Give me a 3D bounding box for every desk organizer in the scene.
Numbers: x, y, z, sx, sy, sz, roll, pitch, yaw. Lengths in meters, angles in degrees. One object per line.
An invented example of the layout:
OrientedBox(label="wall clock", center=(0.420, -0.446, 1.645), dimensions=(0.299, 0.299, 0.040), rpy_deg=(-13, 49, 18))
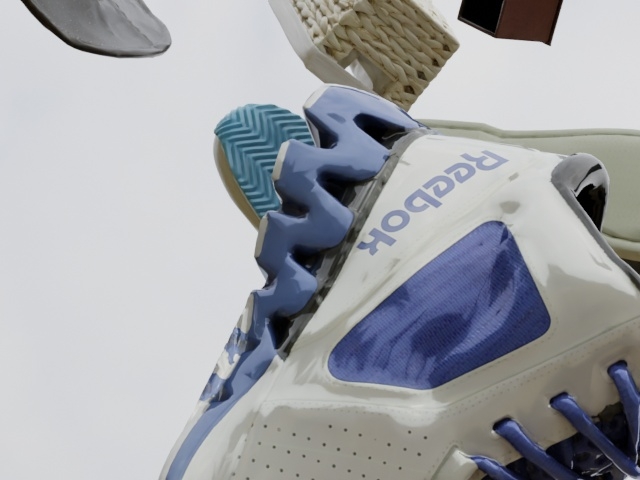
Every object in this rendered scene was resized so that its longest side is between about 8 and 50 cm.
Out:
OrientedBox(label="desk organizer", center=(0.137, -0.198, 1.319), dimensions=(0.047, 0.050, 0.130), rpy_deg=(35, -63, 47))

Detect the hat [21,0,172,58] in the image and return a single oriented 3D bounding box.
OrientedBox(label="hat", center=(-0.178, -0.262, 1.325), dimensions=(0.134, 0.331, 0.331), rpy_deg=(-44, -71, 11))

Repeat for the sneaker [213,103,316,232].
OrientedBox(label="sneaker", center=(0.000, 0.000, 1.418), dimensions=(0.228, 0.087, 0.092), rpy_deg=(48, -27, -15))

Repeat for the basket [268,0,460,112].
OrientedBox(label="basket", center=(0.037, -0.189, 1.714), dimensions=(0.113, 0.167, 0.103), rpy_deg=(38, -75, -29))

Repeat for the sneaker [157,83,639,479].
OrientedBox(label="sneaker", center=(0.053, 0.080, 0.761), dimensions=(0.182, 0.315, 0.127), rpy_deg=(4, -27, 22))

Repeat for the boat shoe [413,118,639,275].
OrientedBox(label="boat shoe", center=(0.182, -0.006, 1.484), dimensions=(0.340, 0.127, 0.113), rpy_deg=(5, -44, 17))
